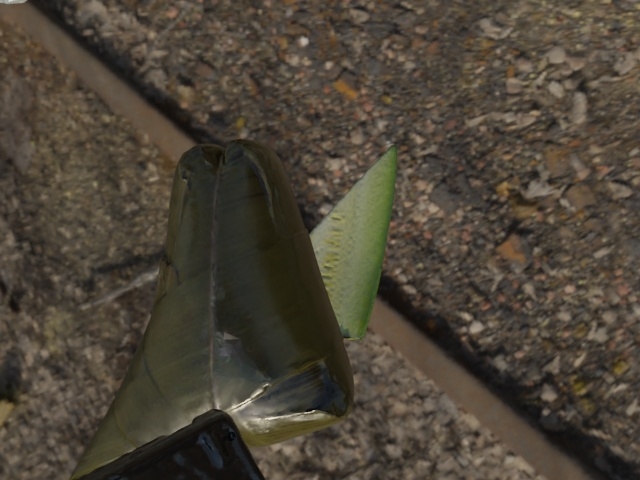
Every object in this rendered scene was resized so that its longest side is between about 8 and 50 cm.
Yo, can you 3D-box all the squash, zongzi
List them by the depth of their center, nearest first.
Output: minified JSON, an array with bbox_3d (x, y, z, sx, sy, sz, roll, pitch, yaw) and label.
[{"bbox_3d":[-0.141,0.073,0.870,0.300,0.145,0.273,-19,91,10],"label":"zongzi"},{"bbox_3d":[0.000,0.000,1.413,0.203,0.111,0.288,7,84,7],"label":"squash"}]

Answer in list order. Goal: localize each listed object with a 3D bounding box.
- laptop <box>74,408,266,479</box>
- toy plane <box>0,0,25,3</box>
[{"bbox_3d":[-0.081,0.163,0.294,0.153,0.207,0.026,63,149,5],"label":"laptop"},{"bbox_3d":[-0.501,-0.493,1.521,0.266,0.267,0.122,60,163,7],"label":"toy plane"}]
